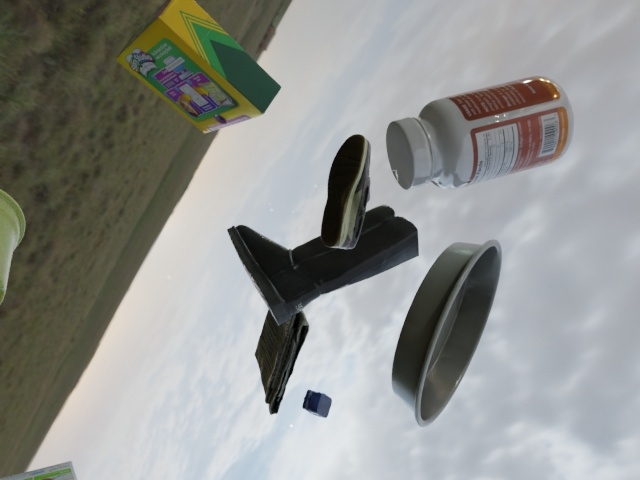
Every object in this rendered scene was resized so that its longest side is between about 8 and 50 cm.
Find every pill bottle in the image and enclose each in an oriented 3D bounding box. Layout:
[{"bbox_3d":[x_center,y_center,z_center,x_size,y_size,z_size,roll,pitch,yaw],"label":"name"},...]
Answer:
[{"bbox_3d":[0.203,-0.136,0.638,0.121,0.216,0.121,165,-90,-81],"label":"pill bottle"}]

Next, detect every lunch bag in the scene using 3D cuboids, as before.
[{"bbox_3d":[-0.016,0.510,1.516,0.065,0.098,0.067,4,-120,31],"label":"lunch bag"}]

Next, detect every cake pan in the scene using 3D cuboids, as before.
[{"bbox_3d":[0.190,0.130,0.723,0.054,0.293,0.293,21,-100,30],"label":"cake pan"}]

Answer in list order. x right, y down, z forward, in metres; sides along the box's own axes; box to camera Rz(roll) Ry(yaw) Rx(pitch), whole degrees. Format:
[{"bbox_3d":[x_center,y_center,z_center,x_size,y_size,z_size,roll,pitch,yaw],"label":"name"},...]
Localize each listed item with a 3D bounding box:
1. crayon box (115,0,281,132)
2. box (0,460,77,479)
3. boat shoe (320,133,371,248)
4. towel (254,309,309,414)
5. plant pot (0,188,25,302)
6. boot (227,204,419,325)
[{"bbox_3d":[-0.326,-0.438,1.257,0.363,0.313,0.106,5,-119,53],"label":"crayon box"},{"bbox_3d":[-0.678,0.629,1.075,0.231,0.262,0.126,10,-81,54],"label":"box"},{"bbox_3d":[0.060,-0.091,0.941,0.080,0.073,0.223,12,-92,48],"label":"boat shoe"},{"bbox_3d":[-0.133,0.301,1.457,0.324,0.056,0.312,-128,-125,-65],"label":"towel"},{"bbox_3d":[-0.830,0.038,1.108,0.276,0.276,0.254,-54,-133,22],"label":"plant pot"},{"bbox_3d":[0.001,0.002,1.371,0.445,0.146,0.367,-29,-127,-12],"label":"boot"}]
